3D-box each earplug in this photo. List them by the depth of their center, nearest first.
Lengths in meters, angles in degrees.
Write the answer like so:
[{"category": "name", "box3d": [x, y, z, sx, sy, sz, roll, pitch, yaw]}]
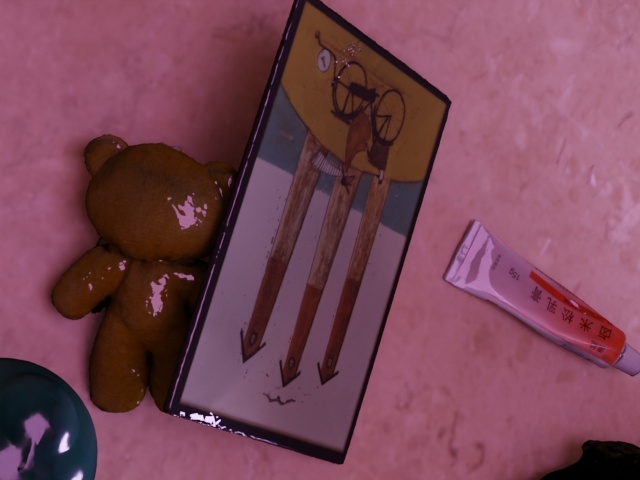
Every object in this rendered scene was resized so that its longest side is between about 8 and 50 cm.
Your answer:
[{"category": "earplug", "box3d": [-0.221, 0.211, 1.074, 0.257, 0.280, 0.164, 46, 39, 15]}]

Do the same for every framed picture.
[{"category": "framed picture", "box3d": [0.000, 0.000, 1.218, 0.244, 0.013, 0.324, 27, 77, -54]}]

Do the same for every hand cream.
[{"category": "hand cream", "box3d": [0.204, 0.059, 1.387, 0.216, 0.038, 0.052, 32, 49, -23]}]

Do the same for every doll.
[{"category": "doll", "box3d": [-0.126, 0.028, 1.178, 0.137, 0.097, 0.209, 10, 104, 1]}]

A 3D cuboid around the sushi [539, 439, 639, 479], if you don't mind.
[{"category": "sushi", "box3d": [0.319, 0.287, 1.377, 0.350, 0.171, 0.211, 3, 92, -29]}]
